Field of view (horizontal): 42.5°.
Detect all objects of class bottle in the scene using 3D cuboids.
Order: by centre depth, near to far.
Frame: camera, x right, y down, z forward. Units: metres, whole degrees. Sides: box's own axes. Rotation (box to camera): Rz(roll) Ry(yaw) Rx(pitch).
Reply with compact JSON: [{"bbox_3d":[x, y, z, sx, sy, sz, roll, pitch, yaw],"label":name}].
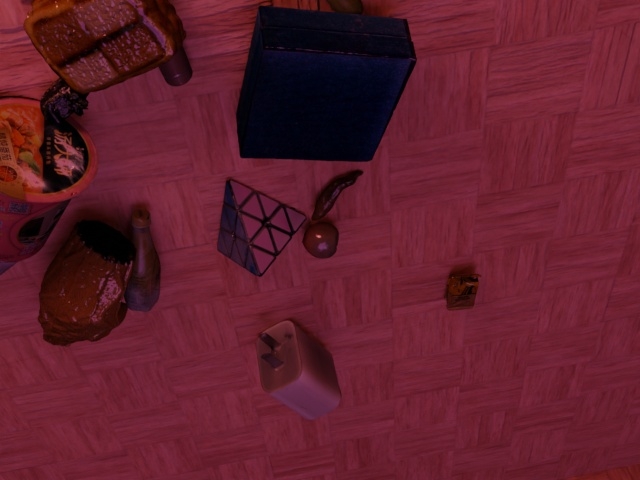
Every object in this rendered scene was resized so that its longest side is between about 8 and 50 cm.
[{"bbox_3d":[-0.262,-0.328,1.398,0.053,0.053,0.140,-15,138,3],"label":"bottle"},{"bbox_3d":[-0.381,0.041,1.754,0.083,0.083,0.270,0,133,-14],"label":"bottle"}]

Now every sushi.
[{"bbox_3d":[-0.443,-0.245,1.421,0.083,0.085,0.056,-25,136,15],"label":"sushi"}]

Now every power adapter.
[{"bbox_3d":[-0.073,0.312,2.047,0.124,0.187,0.255,-30,136,17],"label":"power adapter"}]

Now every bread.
[{"bbox_3d":[-0.338,-0.336,1.297,0.222,0.096,0.181,-16,125,21],"label":"bread"}]

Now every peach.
[{"bbox_3d":[0.001,-0.002,1.805,0.083,0.083,0.083,-7,138,-6],"label":"peach"}]

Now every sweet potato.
[{"bbox_3d":[0.026,-0.098,1.736,0.153,0.038,0.041,-45,154,21],"label":"sweet potato"}]

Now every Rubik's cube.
[{"bbox_3d":[-0.149,-0.010,1.688,0.211,0.178,0.190,-24,134,10],"label":"Rubik's cube"}]

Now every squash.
[{"bbox_3d":[0.014,-0.427,1.364,0.052,0.052,0.183,-31,132,20],"label":"squash"}]

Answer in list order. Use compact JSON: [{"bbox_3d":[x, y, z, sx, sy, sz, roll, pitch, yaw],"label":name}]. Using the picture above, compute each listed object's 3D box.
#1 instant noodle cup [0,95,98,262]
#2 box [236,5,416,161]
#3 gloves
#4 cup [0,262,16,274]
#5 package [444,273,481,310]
[{"bbox_3d":[-0.547,-0.091,1.477,0.243,0.244,0.255,12,140,-25],"label":"instant noodle cup"},{"bbox_3d":[-0.001,-0.269,1.458,0.261,0.116,0.279,2,148,-14],"label":"box"},{"bbox_3d":[-0.499,0.109,1.716,0.203,0.155,0.356,35,133,7],"label":"gloves"},{"bbox_3d":[-0.672,0.009,1.651,0.133,0.136,0.099,-33,168,23],"label":"cup"},{"bbox_3d":[0.352,0.117,2.044,0.070,0.047,0.131,-5,136,-6],"label":"package"}]
